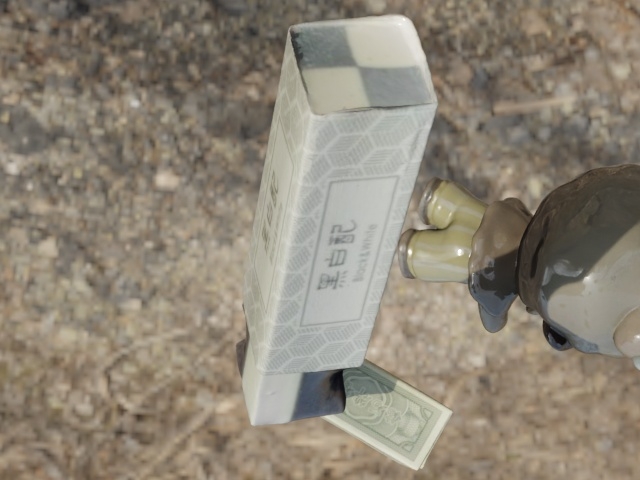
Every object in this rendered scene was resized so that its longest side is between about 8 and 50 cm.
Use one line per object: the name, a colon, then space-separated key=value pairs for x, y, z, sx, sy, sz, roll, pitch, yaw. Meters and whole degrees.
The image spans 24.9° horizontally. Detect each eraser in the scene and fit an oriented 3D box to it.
eraser: x=0.000 y=0.000 z=1.154 sx=0.096 sy=0.098 sz=0.404 roll=-4 pitch=142 yaw=-15

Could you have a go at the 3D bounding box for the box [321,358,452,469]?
box: x=0.038 y=0.161 z=1.477 sx=0.164 sy=0.069 sz=0.256 roll=30 pitch=173 yaw=3

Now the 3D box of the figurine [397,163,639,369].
figurine: x=0.273 y=0.012 z=1.668 sx=0.381 sy=0.248 sz=0.203 roll=10 pitch=140 yaw=34
